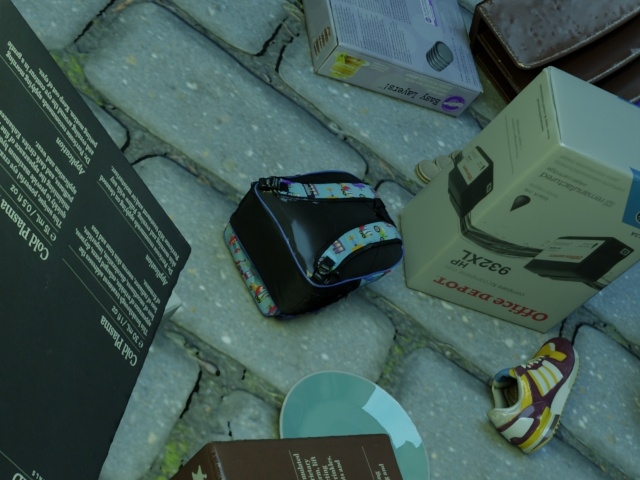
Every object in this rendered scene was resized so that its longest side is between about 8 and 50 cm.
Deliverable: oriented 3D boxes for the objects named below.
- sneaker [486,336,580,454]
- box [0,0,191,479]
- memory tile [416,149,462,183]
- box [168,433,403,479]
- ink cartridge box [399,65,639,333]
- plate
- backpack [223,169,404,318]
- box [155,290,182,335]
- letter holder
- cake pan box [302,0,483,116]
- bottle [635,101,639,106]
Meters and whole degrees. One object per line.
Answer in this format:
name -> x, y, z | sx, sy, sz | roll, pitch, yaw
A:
sneaker -> 0.254, 0.166, 1.659 | 0.084, 0.069, 0.185 | 40, 40, -11
box -> -0.293, 0.033, 1.091 | 0.343, 0.179, 0.312 | 59, 40, -47
memory tile -> 0.199, -0.073, 1.864 | 0.148, 0.012, 0.113 | -17, 67, -44
box -> -0.034, 0.287, 1.259 | 0.203, 0.167, 0.168 | 4, 56, -35
ink cartridge box -> 0.272, -0.037, 1.667 | 0.223, 0.307, 0.129 | 19, 48, -25
plate -> 0.033, 0.225, 1.475 | 0.188, 0.024, 0.188 | 21, 44, -23
backpack -> 0.000, 0.000, 1.569 | 0.173, 0.117, 0.158 | -13, 64, -43
box -> -0.216, 0.063, 1.371 | 0.101, 0.087, 0.102 | 50, 42, 9
letter holder -> 0.398, -0.300, 1.993 | 0.302, 0.152, 0.214 | -31, 77, -8
cake pan box -> 0.091, -0.318, 1.949 | 0.246, 0.070, 0.266 | 14, 48, -31
bottle -> 0.454, -0.231, 2.114 | 0.092, 0.118, 0.283 | -26, 74, -43
